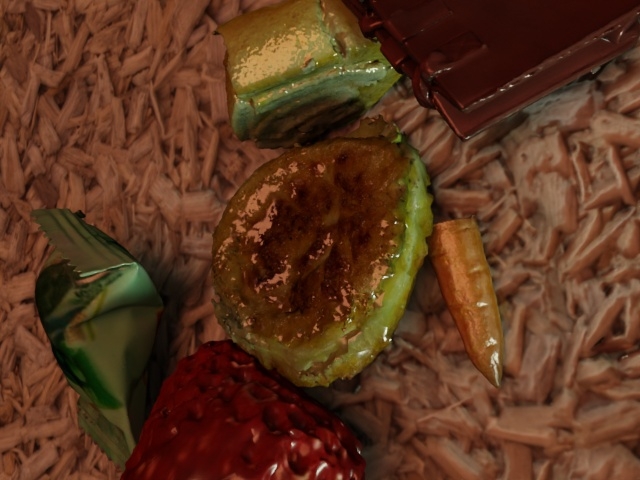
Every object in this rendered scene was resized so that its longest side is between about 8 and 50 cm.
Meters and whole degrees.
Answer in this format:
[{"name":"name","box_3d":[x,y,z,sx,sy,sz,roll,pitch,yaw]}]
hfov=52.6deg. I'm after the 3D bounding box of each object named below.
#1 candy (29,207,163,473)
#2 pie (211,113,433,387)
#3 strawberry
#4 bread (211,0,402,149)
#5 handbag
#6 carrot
[{"name":"candy","box_3d":[-0.323,0.168,0.957,0.263,0.171,0.398,26,118,54]},{"name":"pie","box_3d":[0.000,0.000,0.801,0.288,0.103,0.355,-7,64,34]},{"name":"strawberry","box_3d":[-0.122,0.272,0.805,0.345,0.295,0.318,54,136,42]},{"name":"bread","box_3d":[-0.013,-0.224,0.831,0.257,0.186,0.124,-22,71,18]},{"name":"handbag","box_3d":[0.188,-0.271,0.712,0.275,0.084,0.260,-32,69,-10]},{"name":"carrot","box_3d":[0.178,0.075,0.767,0.072,0.072,0.205,-18,83,27]}]
